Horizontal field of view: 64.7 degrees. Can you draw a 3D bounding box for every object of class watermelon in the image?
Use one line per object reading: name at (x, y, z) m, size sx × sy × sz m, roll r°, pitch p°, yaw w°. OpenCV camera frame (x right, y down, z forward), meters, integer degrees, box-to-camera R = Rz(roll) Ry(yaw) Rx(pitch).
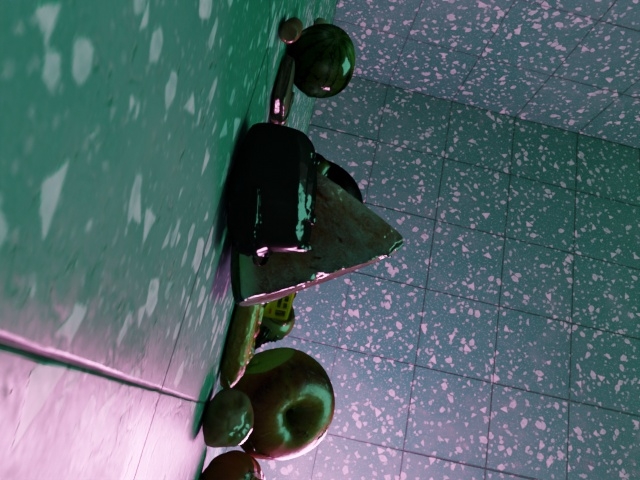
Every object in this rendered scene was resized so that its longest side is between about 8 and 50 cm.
watermelon at (-0.033, -0.004, 0.933) m, size 0.250 × 0.293 × 0.282 m, roll 0°, pitch -102°, yaw 65°
watermelon at (-0.003, -0.357, 1.053) m, size 0.187 × 0.141 × 0.140 m, roll 126°, pitch -20°, yaw -56°

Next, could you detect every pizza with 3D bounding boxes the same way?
pizza at (-0.186, 0.213, 1.323) m, size 0.287 × 0.075 × 0.279 m, roll -92°, pitch -163°, yaw -82°

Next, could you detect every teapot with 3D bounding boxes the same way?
teapot at (-0.194, 0.291, 1.792) m, size 0.183 × 0.173 × 0.269 m, roll -42°, pitch -165°, yaw 39°

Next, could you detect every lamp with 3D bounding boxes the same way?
lamp at (-0.254, 0.720, 1.448) m, size 0.223 × 0.197 × 0.223 m, roll 35°, pitch 49°, yaw -54°

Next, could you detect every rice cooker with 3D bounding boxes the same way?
rice cooker at (-0.066, -0.064, 0.718) m, size 0.142 × 0.119 × 0.202 m, roll -10°, pitch 105°, yaw -84°

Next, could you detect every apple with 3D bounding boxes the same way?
apple at (-0.151, 0.523, 1.666) m, size 0.374 × 0.384 × 0.373 m, roll -32°, pitch -129°, yaw 50°

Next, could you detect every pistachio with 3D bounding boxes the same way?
pistachio at (-0.207, 0.392, 1.128) m, size 0.126 × 0.108 × 0.185 m, roll -44°, pitch -170°, yaw 3°

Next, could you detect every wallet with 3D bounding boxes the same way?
wallet at (-0.073, -0.274, 1.000) m, size 0.152 × 0.039 × 0.117 m, roll 113°, pitch -12°, yaw -68°

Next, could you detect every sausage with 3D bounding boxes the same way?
sausage at (-0.049, -0.350, 0.840) m, size 0.083 × 0.034 × 0.034 m, roll -82°, pitch -174°, yaw -57°

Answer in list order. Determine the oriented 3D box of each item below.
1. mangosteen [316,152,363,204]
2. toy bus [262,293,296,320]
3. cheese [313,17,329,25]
mangosteen at (-0.041, -0.085, 1.229) m, size 0.302 × 0.275 × 0.274 m, roll 42°, pitch 54°, yaw -51°
toy bus at (-0.126, 0.077, 1.584) m, size 0.144 × 0.152 × 0.329 m, roll -81°, pitch -174°, yaw -72°
cheese at (-0.002, -0.656, 1.588) m, size 0.171 × 0.048 × 0.092 m, roll -172°, pitch -86°, yaw -88°
